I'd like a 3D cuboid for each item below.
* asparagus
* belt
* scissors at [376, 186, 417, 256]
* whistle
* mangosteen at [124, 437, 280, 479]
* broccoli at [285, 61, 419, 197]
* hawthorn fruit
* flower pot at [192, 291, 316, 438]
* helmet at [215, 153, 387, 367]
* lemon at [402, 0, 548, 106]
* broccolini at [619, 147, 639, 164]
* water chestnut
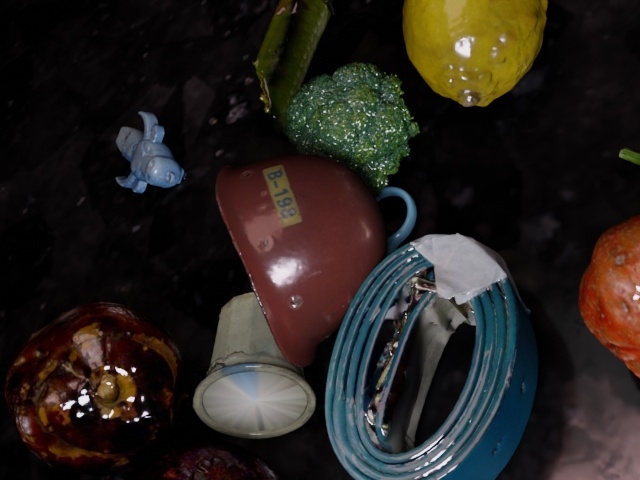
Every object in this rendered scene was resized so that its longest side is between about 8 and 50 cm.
[{"bbox_3d":[-0.071,-0.406,2.287,0.108,0.128,0.382,-32,37,66],"label":"asparagus"},{"bbox_3d":[0.181,0.207,1.687,0.300,0.173,0.436,7,69,27],"label":"belt"},{"bbox_3d":[0.108,0.103,1.900,0.193,0.029,0.447,-23,53,22],"label":"scissors"},{"bbox_3d":[-0.390,-0.188,2.385,0.269,0.093,0.180,36,111,44],"label":"whistle"},{"bbox_3d":[-0.197,0.479,1.714,0.297,0.297,0.313,30,103,42],"label":"mangosteen"},{"bbox_3d":[0.061,-0.203,1.991,0.261,0.241,0.269,43,107,21],"label":"broccoli"},{"bbox_3d":[0.498,0.084,1.507,0.258,0.258,0.261,-15,75,27],"label":"hawthorn fruit"},{"bbox_3d":[-0.117,0.216,1.888,0.212,0.212,0.202,-26,39,19],"label":"flower pot"},{"bbox_3d":[0.000,0.000,1.825,0.230,0.337,0.385,-25,50,9],"label":"helmet"},{"bbox_3d":[0.276,-0.404,1.938,0.285,0.285,0.316,-5,28,32],"label":"lemon"},{"bbox_3d":[0.587,-0.120,1.706,0.239,0.051,0.054,15,47,46],"label":"broccolini"},{"bbox_3d":[-0.413,0.269,1.998,0.335,0.335,0.347,-44,17,4],"label":"water chestnut"}]
